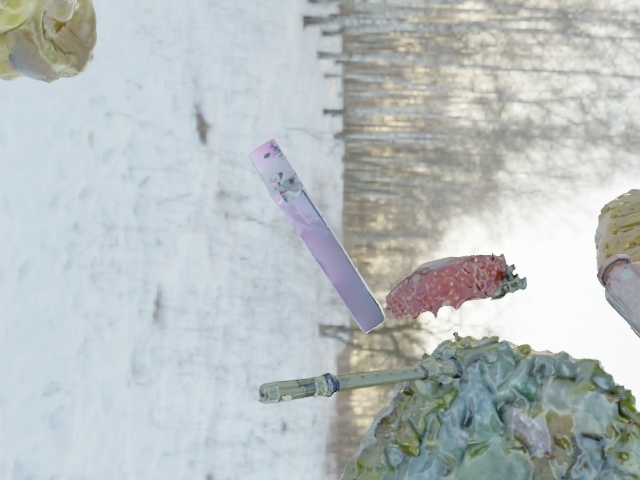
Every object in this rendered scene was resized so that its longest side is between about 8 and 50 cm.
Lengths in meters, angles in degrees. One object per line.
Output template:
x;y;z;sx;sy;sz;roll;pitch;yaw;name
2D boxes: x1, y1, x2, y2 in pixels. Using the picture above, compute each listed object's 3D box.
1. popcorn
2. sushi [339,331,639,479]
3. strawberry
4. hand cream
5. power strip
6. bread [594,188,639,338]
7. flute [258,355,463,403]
-0.463;-0.335;1.274;0.297;0.315;0.281;-14;-130;61;popcorn
0.215;0.314;1.082;0.397;0.351;0.240;-52;162;-25;sushi
0.114;0.039;0.807;0.152;0.103;0.048;-14;-93;46;strawberry
0.263;0.077;0.636;0.043;0.067;0.210;-64;-149;23;hand cream
0.000;0.000;1.073;0.279;0.037;0.109;57;1;-41;power strip
0.442;0.042;1.037;0.149;0.274;0.274;-44;-151;38;bread
0.044;0.141;0.921;0.027;0.232;0.027;9;-80;62;flute
